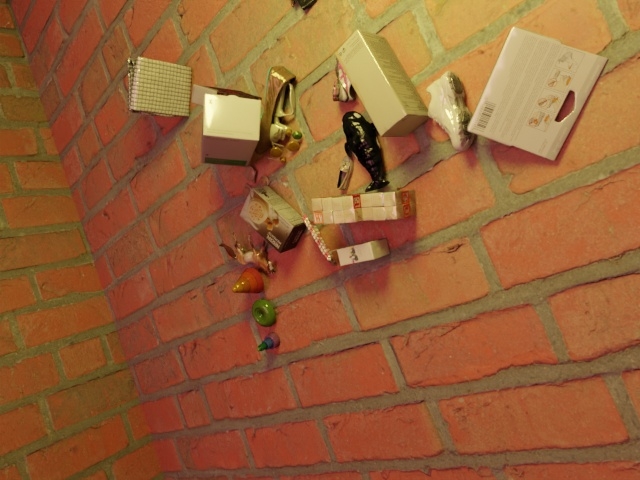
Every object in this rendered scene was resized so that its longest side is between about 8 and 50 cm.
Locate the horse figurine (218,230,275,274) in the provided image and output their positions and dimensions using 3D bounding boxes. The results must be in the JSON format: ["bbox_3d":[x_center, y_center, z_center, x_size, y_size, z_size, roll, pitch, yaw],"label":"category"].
[{"bbox_3d":[-0.306,0.049,2.007,0.264,0.066,0.174,2,117,31],"label":"horse figurine"}]

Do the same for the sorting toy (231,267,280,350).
[{"bbox_3d":[-0.283,0.303,1.983,0.127,0.126,0.365,-13,97,41],"label":"sorting toy"}]

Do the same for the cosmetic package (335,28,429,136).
[{"bbox_3d":[0.191,-0.475,1.441,0.113,0.160,0.309,-35,75,40],"label":"cosmetic package"}]

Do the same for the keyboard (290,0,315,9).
[{"bbox_3d":[-0.080,-0.899,1.672,0.100,0.038,0.192,-29,78,16],"label":"keyboard"}]

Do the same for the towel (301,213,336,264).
[{"bbox_3d":[0.000,0.000,1.715,0.029,0.144,0.197,-32,77,4],"label":"towel"}]

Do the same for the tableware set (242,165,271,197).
[{"bbox_3d":[-0.271,-0.225,1.964,0.169,0.020,0.141,34,119,28],"label":"tableware set"}]

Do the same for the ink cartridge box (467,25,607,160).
[{"bbox_3d":[0.549,-0.376,1.224,0.239,0.060,0.275,23,112,8],"label":"ink cartridge box"}]

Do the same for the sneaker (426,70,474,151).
[{"bbox_3d":[0.372,-0.362,1.372,0.115,0.090,0.232,-18,81,50],"label":"sneaker"}]

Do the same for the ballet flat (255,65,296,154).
[{"bbox_3d":[-0.161,-0.476,1.781,0.124,0.116,0.342,21,109,15],"label":"ballet flat"}]

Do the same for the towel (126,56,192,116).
[{"bbox_3d":[-0.710,-0.667,2.066,0.121,0.284,0.234,25,113,35],"label":"towel"}]

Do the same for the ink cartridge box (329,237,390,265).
[{"bbox_3d":[0.133,0.043,1.626,0.181,0.104,0.061,-14,89,41],"label":"ink cartridge box"}]

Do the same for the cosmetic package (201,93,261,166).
[{"bbox_3d":[-0.340,-0.397,1.751,0.365,0.197,0.155,160,112,-76],"label":"cosmetic package"}]

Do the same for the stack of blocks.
[{"bbox_3d":[0.140,-0.110,1.547,0.297,0.171,0.087,0,99,39],"label":"stack of blocks"}]

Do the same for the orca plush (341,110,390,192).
[{"bbox_3d":[0.124,-0.300,1.556,0.151,0.102,0.287,-11,88,37],"label":"orca plush"}]

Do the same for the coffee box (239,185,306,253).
[{"bbox_3d":[-0.185,-0.085,1.858,0.246,0.098,0.141,42,123,20],"label":"coffee box"}]

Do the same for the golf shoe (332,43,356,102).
[{"bbox_3d":[0.089,-0.557,1.580,0.086,0.067,0.186,6,99,7],"label":"golf shoe"}]

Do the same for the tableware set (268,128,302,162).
[{"bbox_3d":[-0.132,-0.359,1.790,0.024,0.104,0.154,-92,21,-44],"label":"tableware set"}]

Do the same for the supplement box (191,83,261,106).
[{"bbox_3d":[-0.361,-0.545,1.828,0.130,0.239,0.073,27,114,33],"label":"supplement box"}]

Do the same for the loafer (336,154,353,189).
[{"bbox_3d":[0.083,-0.236,1.654,0.045,0.039,0.125,22,112,35],"label":"loafer"}]
